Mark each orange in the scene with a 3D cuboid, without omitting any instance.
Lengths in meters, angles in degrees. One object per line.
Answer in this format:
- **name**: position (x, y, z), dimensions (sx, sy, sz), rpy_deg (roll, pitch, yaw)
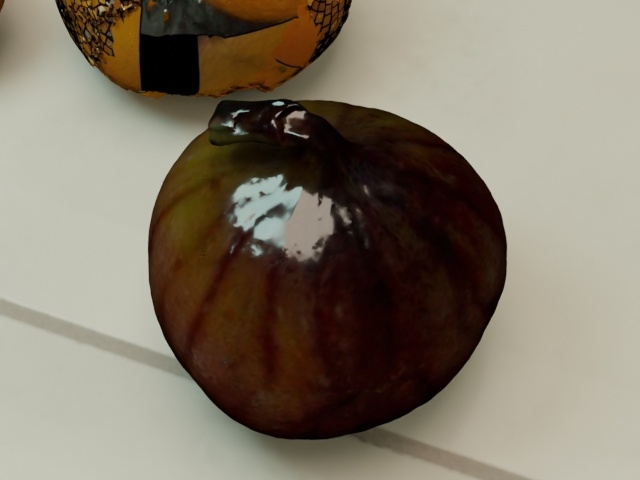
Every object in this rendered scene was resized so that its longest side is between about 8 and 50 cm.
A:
- **orange**: position (-0.089, -0.215, 1.119), dimensions (0.234, 0.182, 0.234), rpy_deg (-6, 46, 6)

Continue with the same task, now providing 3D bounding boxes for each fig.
- **fig**: position (0.002, 0.012, 0.953), dimensions (0.235, 0.214, 0.235), rpy_deg (13, 58, -23)

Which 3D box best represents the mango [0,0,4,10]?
- **mango**: position (-0.352, -0.238, 1.118), dimensions (0.254, 0.175, 0.139), rpy_deg (30, 45, 14)
